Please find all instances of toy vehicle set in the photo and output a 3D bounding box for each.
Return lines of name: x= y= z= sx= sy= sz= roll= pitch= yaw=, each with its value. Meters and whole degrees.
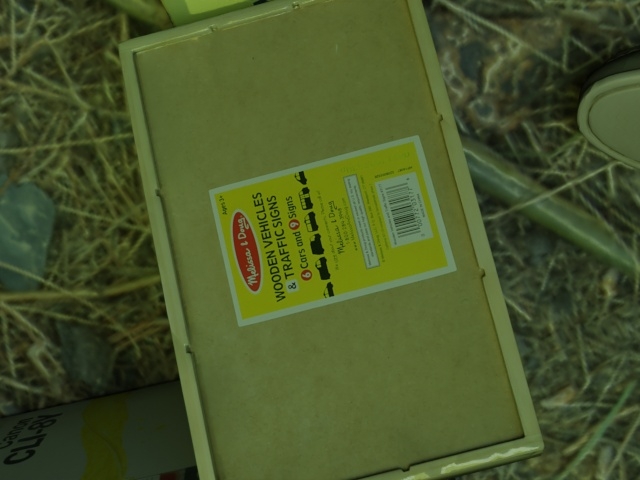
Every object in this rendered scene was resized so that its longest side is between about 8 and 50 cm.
toy vehicle set: x=0.000 y=0.000 z=0.612 sx=0.166 sy=0.035 sz=0.266 roll=-14 pitch=74 yaw=4

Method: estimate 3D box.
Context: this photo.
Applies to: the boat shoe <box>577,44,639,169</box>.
boat shoe: x=0.334 y=-0.099 z=0.769 sx=0.335 sy=0.095 sz=0.112 roll=2 pitch=140 yaw=4

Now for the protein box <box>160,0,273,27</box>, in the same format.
protein box: x=-0.019 y=-0.233 z=0.706 sx=0.201 sy=0.136 sz=0.199 roll=-25 pitch=103 yaw=7

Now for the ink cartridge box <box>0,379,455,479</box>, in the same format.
ink cartridge box: x=-0.101 y=0.204 z=0.747 sx=0.385 sy=0.279 sz=0.160 roll=-13 pitch=103 yaw=4
